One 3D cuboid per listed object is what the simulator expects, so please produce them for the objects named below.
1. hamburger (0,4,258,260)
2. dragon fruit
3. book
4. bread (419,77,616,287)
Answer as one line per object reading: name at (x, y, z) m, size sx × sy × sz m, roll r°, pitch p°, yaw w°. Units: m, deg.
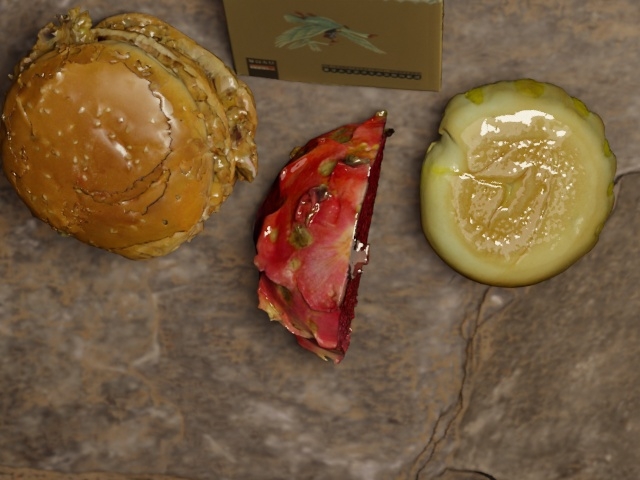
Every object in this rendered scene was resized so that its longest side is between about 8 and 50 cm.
hamburger at (-0.201, -0.112, 1.551) m, size 0.245 × 0.211 × 0.260 m, roll -12°, pitch 108°, yaw 16°
dragon fruit at (-0.011, -0.001, 1.576) m, size 0.126 × 0.161 × 0.274 m, roll 11°, pitch 109°, yaw 2°
book at (0.010, -0.239, 1.466) m, size 0.217 × 0.310 × 0.021 m, roll 5°, pitch 63°, yaw 6°
bread at (0.197, -0.059, 1.562) m, size 0.213 × 0.105 × 0.213 m, roll 1°, pitch 103°, yaw 5°
